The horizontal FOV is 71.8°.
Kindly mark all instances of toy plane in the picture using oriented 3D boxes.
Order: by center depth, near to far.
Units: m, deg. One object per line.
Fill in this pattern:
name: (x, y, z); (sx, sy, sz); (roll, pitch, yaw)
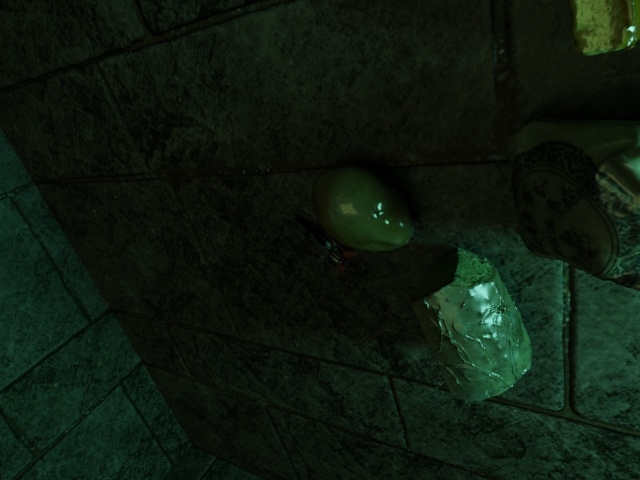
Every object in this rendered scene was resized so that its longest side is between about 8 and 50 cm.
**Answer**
toy plane: (-0.002, 0.002, 1.098); (0.189, 0.061, 0.130); (35, 136, 9)

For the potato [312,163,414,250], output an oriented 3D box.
potato: (0.088, -0.063, 0.924); (0.235, 0.160, 0.178); (27, 174, -2)

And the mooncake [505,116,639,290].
mooncake: (0.400, -0.055, 0.651); (0.254, 0.136, 0.250); (64, 172, -21)

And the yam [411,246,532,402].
yam: (0.308, 0.164, 0.917); (0.201, 0.202, 0.271); (-29, 102, 22)

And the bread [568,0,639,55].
bread: (0.314, -0.402, 0.517); (0.077, 0.138, 0.361); (-6, 117, 40)
